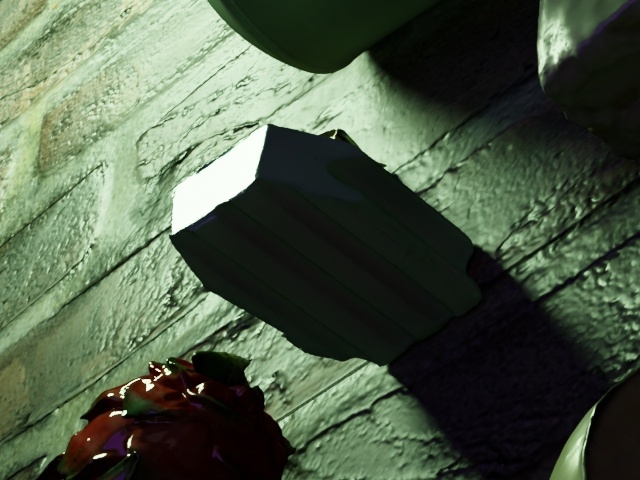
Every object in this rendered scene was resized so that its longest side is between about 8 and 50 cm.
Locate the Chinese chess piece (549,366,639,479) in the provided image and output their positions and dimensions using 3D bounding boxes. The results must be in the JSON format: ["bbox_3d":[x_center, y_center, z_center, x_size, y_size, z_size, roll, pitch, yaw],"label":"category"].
[{"bbox_3d":[0.240,0.166,0.909,0.257,0.257,0.104,-98,14,-50],"label":"Chinese chess piece"}]

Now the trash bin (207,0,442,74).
[{"bbox_3d":[0.066,-0.345,1.628,0.432,0.280,0.280,-27,40,31],"label":"trash bin"}]

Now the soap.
[{"bbox_3d":[0.000,0.000,1.402,0.145,0.230,0.091,-35,35,26],"label":"soap"}]

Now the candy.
[{"bbox_3d":[0.266,-0.179,1.325,0.184,0.137,0.195,-28,37,35],"label":"candy"}]

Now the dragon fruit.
[{"bbox_3d":[-0.132,0.208,1.412,0.192,0.193,0.274,33,84,40],"label":"dragon fruit"}]

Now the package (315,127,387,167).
[{"bbox_3d":[-0.008,-0.054,1.622,0.131,0.071,0.047,-21,49,44],"label":"package"}]
